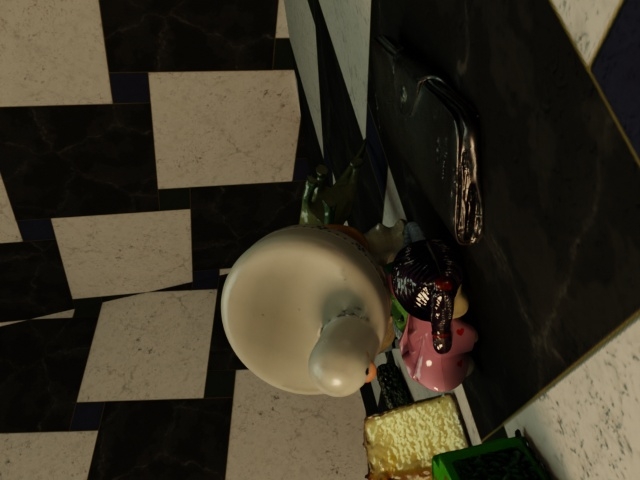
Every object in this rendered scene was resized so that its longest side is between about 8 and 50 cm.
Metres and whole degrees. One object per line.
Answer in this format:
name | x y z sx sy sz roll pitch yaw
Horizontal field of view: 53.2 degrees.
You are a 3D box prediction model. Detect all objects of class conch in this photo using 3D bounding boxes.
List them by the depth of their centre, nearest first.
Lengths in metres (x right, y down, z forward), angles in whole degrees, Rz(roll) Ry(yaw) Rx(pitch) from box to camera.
conch | 0.070 0.082 1.119 0.263 0.186 0.324 -59 -8 -7

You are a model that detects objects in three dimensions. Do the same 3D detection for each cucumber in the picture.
cucumber | 0.193 0.401 1.497 0.294 0.067 0.068 -110 8 -58

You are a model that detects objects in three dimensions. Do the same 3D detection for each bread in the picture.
bread | 0.162 0.389 1.051 0.135 0.178 0.240 82 176 -65

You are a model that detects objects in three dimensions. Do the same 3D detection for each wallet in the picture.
wallet | 0.125 -0.142 0.804 0.318 0.045 0.173 -110 7 -54

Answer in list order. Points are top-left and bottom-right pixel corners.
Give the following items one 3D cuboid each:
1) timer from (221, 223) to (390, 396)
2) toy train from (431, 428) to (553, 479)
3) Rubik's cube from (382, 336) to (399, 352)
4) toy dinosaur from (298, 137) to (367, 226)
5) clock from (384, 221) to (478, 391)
timer | -0.022 0.101 0.854 0.240 0.233 0.234 -47 -53 -67
toy train | 0.201 0.336 0.692 0.243 0.132 0.188 -116 18 -63
Rubik's cube | 0.095 0.141 1.368 0.155 0.154 0.151 -107 5 -54
toy dinosaur | 0.000 0.000 1.229 0.447 0.087 0.301 -51 -23 -46
clock | 0.143 0.075 0.873 0.194 0.100 0.196 -106 6 -55
